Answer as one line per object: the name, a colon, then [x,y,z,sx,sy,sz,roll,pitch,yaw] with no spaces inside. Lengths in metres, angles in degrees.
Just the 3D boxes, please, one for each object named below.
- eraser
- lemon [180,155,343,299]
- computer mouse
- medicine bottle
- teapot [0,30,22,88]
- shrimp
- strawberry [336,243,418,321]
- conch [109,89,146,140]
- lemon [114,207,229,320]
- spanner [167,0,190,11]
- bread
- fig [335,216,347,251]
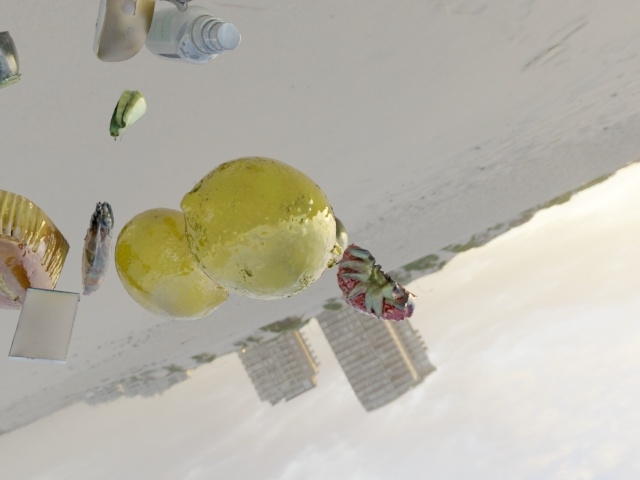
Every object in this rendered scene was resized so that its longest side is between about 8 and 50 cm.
eraser: [-0.552,0.171,1.069,0.103,0.150,0.023,10,146,-19]
lemon: [-0.068,-0.013,0.642,0.206,0.174,0.173,17,173,-5]
computer mouse: [-0.331,-0.395,0.898,0.102,0.044,0.199,-31,151,-57]
medicine bottle: [-0.253,-0.408,1.052,0.110,0.110,0.351,-27,-149,-24]
teapot: [-0.574,-0.297,0.904,0.124,0.091,0.092,-24,-154,-10]
shrimp: [-0.551,0.004,1.293,0.062,0.164,0.317,-1,137,-33]
strawberry: [0.135,0.127,1.362,0.138,0.233,0.306,-49,169,0]
conch: [-0.531,-0.354,1.457,0.106,0.079,0.170,124,-20,-49]
lemon: [-0.326,0.052,1.172,0.235,0.263,0.236,-22,142,-19]
spanner: [-0.146,-0.335,0.704,0.254,0.015,0.054,16,177,43]
bread: [-0.665,0.037,1.116,0.204,0.156,0.288,-4,145,-8]
fig: [0.000,0.000,1.679,0.181,0.181,0.191,-28,162,18]
